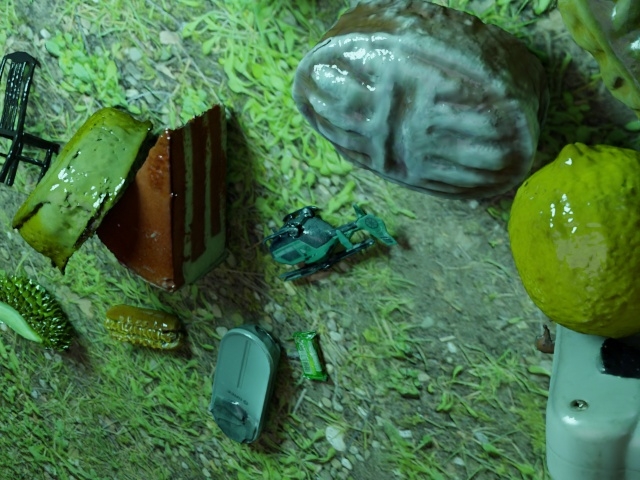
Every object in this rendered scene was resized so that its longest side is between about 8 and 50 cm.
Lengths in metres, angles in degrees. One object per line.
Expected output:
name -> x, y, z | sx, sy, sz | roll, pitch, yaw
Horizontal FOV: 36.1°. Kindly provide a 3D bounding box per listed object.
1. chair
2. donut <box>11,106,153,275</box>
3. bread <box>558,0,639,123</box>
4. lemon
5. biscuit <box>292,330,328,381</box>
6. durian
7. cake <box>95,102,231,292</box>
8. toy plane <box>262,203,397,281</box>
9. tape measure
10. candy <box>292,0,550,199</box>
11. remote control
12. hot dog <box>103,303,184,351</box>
chair -> -0.485, -0.193, 1.606 | 0.084, 0.101, 0.212 | 15, 87, 27
donut -> -0.350, -0.084, 1.433 | 0.107, 0.272, 0.272 | 32, 136, -17
bread -> 0.342, -0.189, 0.969 | 0.267, 0.130, 0.152 | 54, 142, -4
lemon -> 0.304, 0.001, 1.067 | 0.192, 0.192, 0.231 | -12, 107, 40
biscuit -> -0.017, 0.177, 1.524 | 0.046, 0.016, 0.089 | 1, 117, 34
durian -> -0.529, 0.127, 1.811 | 0.221, 0.137, 0.095 | 37, 98, 18
cake -> -0.227, -0.084, 1.423 | 0.160, 0.158, 0.262 | 19, 124, 24
toy plane -> 0.000, 0.000, 1.377 | 0.235, 0.060, 0.096 | -22, 110, 45
tape measure -> 0.363, 0.170, 1.092 | 0.265, 0.258, 0.130 | 1, 117, 17
candy -> 0.119, -0.164, 1.125 | 0.290, 0.157, 0.214 | 20, 141, 17
remote control -> -0.123, 0.236, 1.613 | 0.104, 0.052, 0.247 | 30, 131, 19
hot dog -> -0.306, 0.149, 1.695 | 0.165, 0.045, 0.071 | 7, 122, 32
